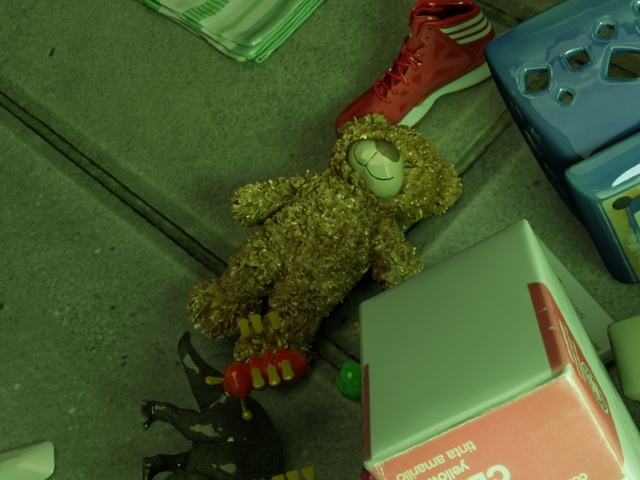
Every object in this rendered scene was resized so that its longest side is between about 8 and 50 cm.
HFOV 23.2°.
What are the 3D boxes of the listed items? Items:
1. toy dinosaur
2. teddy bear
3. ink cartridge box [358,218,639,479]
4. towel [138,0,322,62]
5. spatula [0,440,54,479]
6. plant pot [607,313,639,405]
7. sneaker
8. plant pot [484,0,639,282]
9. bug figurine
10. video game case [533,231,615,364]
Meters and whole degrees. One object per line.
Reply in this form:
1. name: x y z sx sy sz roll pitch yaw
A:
1. toy dinosaur: -0.102 0.229 1.595 0.160 0.121 0.313 -1 39 -8
2. teddy bear: 0.000 0.000 1.700 0.338 0.113 0.245 -34 49 2
3. ink cartridge box: 0.188 0.219 1.190 0.160 0.385 0.279 -28 18 10
4. towel: -0.109 -0.375 2.096 0.248 0.038 0.325 -47 47 -11
5. spatula: -0.404 0.323 1.743 0.242 0.019 0.168 -19 54 17
6. plant pot: 0.407 0.171 1.209 0.323 0.323 0.280 -13 81 20
7. sneaker: 0.095 -0.206 1.790 0.221 0.128 0.087 -34 46 0
8. plant pot: 0.326 -0.108 1.525 0.236 0.236 0.212 -26 53 8
9. bug figurine: 0.009 0.187 1.491 0.216 0.072 0.279 -13 47 -1
10. video game case: 0.171 0.098 1.566 0.212 0.023 0.193 -32 45 -4
